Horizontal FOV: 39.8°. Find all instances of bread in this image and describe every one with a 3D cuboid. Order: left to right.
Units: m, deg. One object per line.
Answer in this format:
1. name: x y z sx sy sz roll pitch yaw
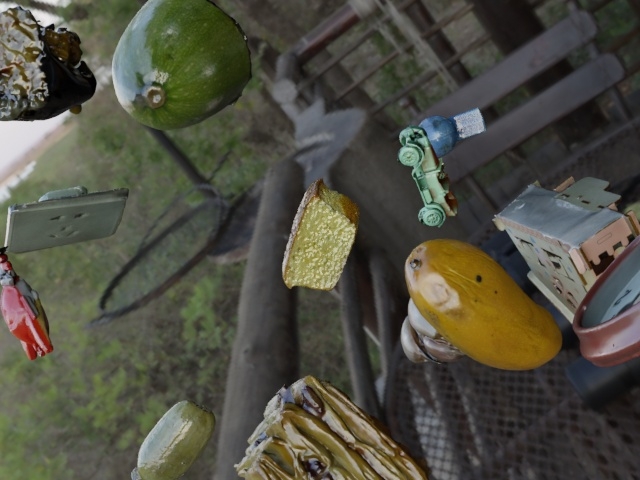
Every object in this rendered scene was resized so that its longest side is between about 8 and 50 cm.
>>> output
1. bread: -0.010 0.422 1.451 0.191 0.314 0.370 -47 -7 -42
2. bread: 0.000 0.000 1.424 0.065 0.103 0.187 -84 15 -70

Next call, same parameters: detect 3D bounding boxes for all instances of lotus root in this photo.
1. lotus root: -0.242 0.339 1.436 0.183 0.090 0.077 -49 19 11

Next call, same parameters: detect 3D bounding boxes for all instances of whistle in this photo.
1. whistle: 0.249 -0.214 1.765 0.158 0.090 0.090 -18 22 14

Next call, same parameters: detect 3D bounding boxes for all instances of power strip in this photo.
1. power strip: -0.438 -0.051 1.515 0.198 0.064 0.213 -11 -14 -25

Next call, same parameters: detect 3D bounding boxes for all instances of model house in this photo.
1. model house: 0.477 0.034 1.568 0.169 0.244 0.326 -33 18 -6

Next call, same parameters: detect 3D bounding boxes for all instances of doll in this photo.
1. doll: -0.442 0.093 1.295 0.057 0.169 0.109 -29 4 -33

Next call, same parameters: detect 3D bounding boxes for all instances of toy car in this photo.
1. toy car: 0.152 -0.092 1.255 0.054 0.143 0.073 -12 31 20

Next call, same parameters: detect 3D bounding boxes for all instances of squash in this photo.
1. squash: -0.346 -0.357 1.955 0.310 0.310 0.308 -28 20 35

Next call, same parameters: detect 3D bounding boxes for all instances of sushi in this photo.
1. sushi: -0.528 -0.314 1.614 0.213 0.199 0.204 -4 4 -1

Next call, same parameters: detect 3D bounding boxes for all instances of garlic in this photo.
1. garlic: 0.242 0.145 1.728 0.214 0.160 0.191 -16 12 25

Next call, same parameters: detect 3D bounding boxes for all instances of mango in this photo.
1. mango: 0.289 0.122 1.551 0.144 0.359 0.187 -37 26 40

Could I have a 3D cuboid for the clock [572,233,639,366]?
1. clock: 0.412 0.025 0.974 0.318 0.080 0.318 -45 -3 -3
